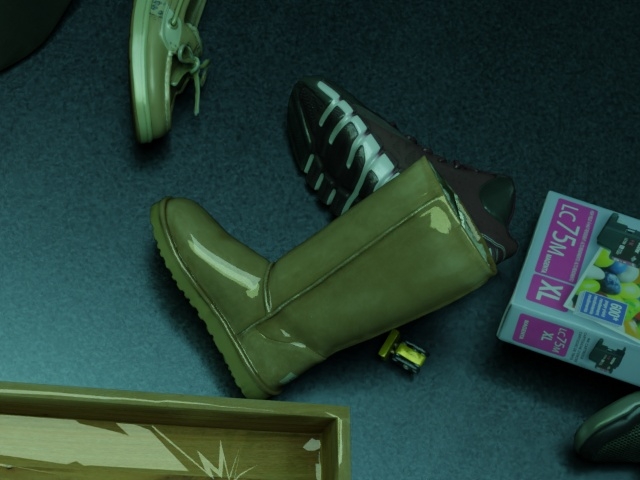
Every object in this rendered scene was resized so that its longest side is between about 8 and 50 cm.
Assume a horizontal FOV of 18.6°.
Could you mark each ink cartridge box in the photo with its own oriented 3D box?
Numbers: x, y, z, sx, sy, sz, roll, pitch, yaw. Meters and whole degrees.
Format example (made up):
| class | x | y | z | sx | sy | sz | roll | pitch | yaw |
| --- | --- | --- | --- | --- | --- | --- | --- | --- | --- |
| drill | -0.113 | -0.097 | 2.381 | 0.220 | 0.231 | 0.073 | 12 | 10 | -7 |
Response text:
| class | x | y | z | sx | sy | sz | roll | pitch | yaw |
| --- | --- | --- | --- | --- | --- | --- | --- | --- | --- |
| ink cartridge box | 0.347 | 0.070 | 1.929 | 0.311 | 0.065 | 0.186 | 20 | 43 | 5 |

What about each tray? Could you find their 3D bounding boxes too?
| class | x | y | z | sx | sy | sz | roll | pitch | yaw |
| --- | --- | --- | --- | --- | --- | --- | --- | --- | --- |
| tray | -0.177 | 0.245 | 1.798 | 0.411 | 0.076 | 0.203 | 6 | 67 | -15 |

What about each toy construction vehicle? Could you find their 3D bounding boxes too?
| class | x | y | z | sx | sy | sz | roll | pitch | yaw |
| --- | --- | --- | --- | --- | --- | --- | --- | --- | --- |
| toy construction vehicle | 0.072 | 0.077 | 1.954 | 0.098 | 0.035 | 0.086 | 28 | 74 | 1 |

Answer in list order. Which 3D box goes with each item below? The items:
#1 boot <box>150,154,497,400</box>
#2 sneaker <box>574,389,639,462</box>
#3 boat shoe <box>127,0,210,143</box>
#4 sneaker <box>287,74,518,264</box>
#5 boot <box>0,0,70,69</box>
| class | x | y | z | sx | sy | sz | roll | pitch | yaw |
| --- | --- | --- | --- | --- | --- | --- | --- | --- | --- |
| boot | 0.000 | 0.000 | 1.877 | 0.269 | 0.089 | 0.236 | -33 | 86 | 16 |
| sneaker | 0.366 | 0.206 | 1.906 | 0.227 | 0.087 | 0.130 | -5 | 56 | -16 |
| boat shoe | -0.147 | -0.230 | 2.005 | 0.089 | 0.104 | 0.285 | 6 | 67 | -3 |
| sneaker | 0.095 | -0.066 | 1.993 | 0.162 | 0.106 | 0.281 | -20 | 64 | -37 |
| boot | -0.322 | -0.278 | 2.021 | 0.115 | 0.112 | 0.305 | 31 | 68 | 38 |
